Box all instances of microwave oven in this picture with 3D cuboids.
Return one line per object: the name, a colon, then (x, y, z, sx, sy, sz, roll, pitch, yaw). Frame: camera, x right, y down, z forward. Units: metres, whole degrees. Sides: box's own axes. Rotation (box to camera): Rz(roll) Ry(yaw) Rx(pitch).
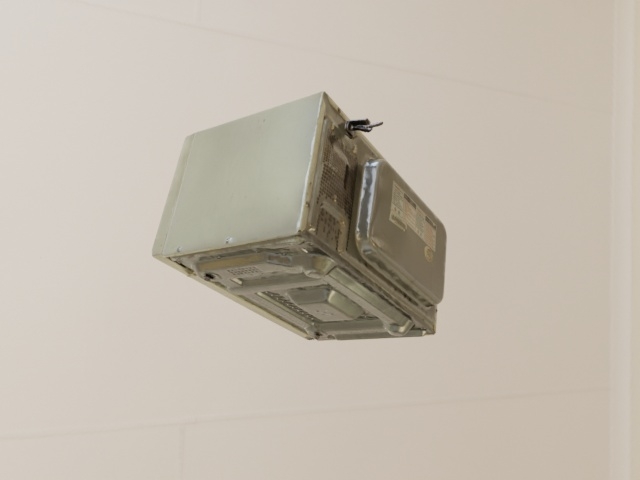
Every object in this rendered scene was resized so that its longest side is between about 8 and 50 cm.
microwave oven: (0.000, 0.000, 0.566, 0.240, 0.194, 0.145, 38, -125, -46)
